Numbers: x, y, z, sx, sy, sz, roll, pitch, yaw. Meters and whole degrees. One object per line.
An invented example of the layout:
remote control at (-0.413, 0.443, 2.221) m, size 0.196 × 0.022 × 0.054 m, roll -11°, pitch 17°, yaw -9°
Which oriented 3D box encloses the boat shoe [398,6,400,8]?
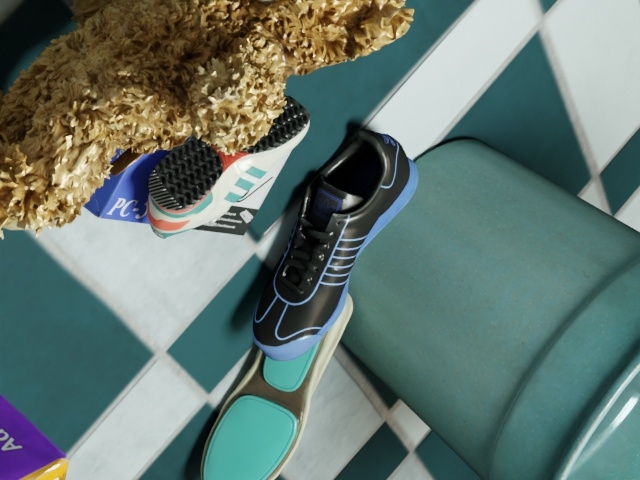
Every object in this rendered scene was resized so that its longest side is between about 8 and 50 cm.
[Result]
boat shoe at (0.045, -0.256, 1.619) m, size 0.059 × 0.063 × 0.170 m, roll -20°, pitch 130°, yaw -42°

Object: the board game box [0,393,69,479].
board game box at (-0.411, 0.214, 1.146) m, size 0.356 × 0.356 × 0.356 m, roll -26°, pitch 143°, yaw -41°

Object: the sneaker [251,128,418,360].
sneaker at (0.000, 0.000, 1.839) m, size 0.232 × 0.081 × 0.090 m, roll -58°, pitch 150°, yaw -4°

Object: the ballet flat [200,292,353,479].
ballet flat at (-0.038, 0.146, 1.957) m, size 0.086 × 0.086 × 0.248 m, roll 1°, pitch 122°, yaw -57°

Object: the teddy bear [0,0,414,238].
teddy bear at (-0.110, -0.125, 1.347) m, size 0.338 × 0.245 × 0.113 m, roll -22°, pitch 117°, yaw 14°

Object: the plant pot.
plant pot at (0.208, 0.088, 1.980) m, size 0.341 × 0.334 × 0.341 m, roll -37°, pitch 149°, yaw -26°

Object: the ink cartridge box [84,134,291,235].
ink cartridge box at (-0.110, -0.061, 1.623) m, size 0.207 × 0.046 × 0.097 m, roll 8°, pitch 115°, yaw -59°

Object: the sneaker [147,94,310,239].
sneaker at (-0.077, -0.058, 1.583) m, size 0.161 × 0.057 × 0.075 m, roll -38°, pitch 165°, yaw -30°
